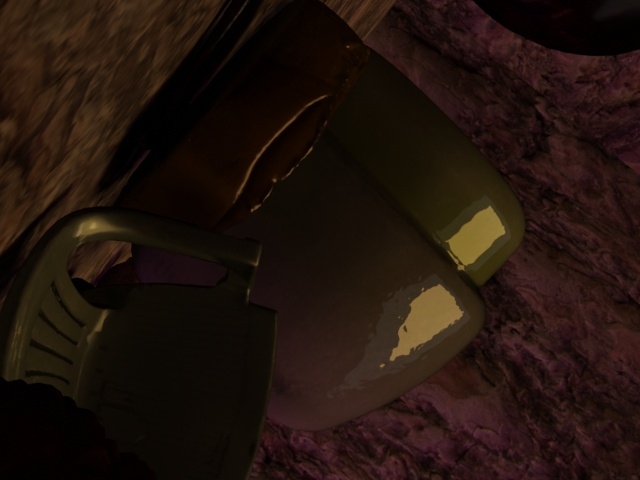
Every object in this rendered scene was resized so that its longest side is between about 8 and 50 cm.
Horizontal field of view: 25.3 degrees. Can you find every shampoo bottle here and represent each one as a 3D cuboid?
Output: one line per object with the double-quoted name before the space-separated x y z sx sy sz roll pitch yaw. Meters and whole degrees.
"shampoo bottle" 0.000 0.000 1.305 0.317 0.322 0.322 -42 -178 1

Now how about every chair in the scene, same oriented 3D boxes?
"chair" -0.129 0.098 0.991 0.274 0.190 0.203 137 -35 -74

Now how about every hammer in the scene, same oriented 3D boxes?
"hammer" -0.070 -0.134 0.952 0.178 0.021 0.065 -53 -179 28

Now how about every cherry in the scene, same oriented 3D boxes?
"cherry" -0.195 0.043 1.657 0.225 0.090 0.107 -52 180 -32

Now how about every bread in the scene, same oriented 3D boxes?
"bread" -0.060 -0.083 1.058 0.236 0.070 0.236 -45 -168 12

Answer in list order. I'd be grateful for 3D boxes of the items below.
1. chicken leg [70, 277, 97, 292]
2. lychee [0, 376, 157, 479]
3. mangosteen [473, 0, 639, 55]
"chicken leg" -0.241 0.084 1.308 0.106 0.051 0.253 -45 -179 -17
"lychee" -0.169 0.191 0.665 0.304 0.276 0.276 -25 172 -22
"mangosteen" 0.199 -0.309 1.116 0.306 0.359 0.306 -34 141 -32
